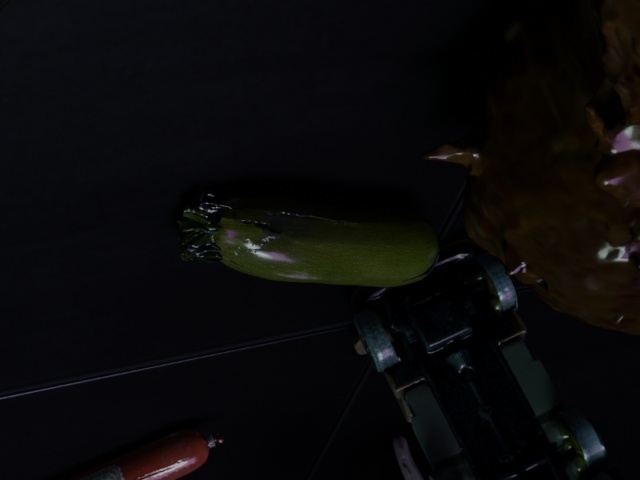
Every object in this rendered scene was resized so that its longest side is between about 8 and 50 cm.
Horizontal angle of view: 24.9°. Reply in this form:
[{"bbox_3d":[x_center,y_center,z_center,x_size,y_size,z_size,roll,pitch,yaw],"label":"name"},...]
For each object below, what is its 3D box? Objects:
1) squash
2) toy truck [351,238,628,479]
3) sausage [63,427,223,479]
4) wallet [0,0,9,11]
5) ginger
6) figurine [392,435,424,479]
[{"bbox_3d":[0.000,0.000,0.825,0.183,0.052,0.052,7,136,-40],"label":"squash"},{"bbox_3d":[0.114,0.139,0.926,0.108,0.256,0.140,-25,156,-4],"label":"toy truck"},{"bbox_3d":[-0.183,0.181,0.973,0.253,0.034,0.034,-24,150,-8],"label":"sausage"},{"bbox_3d":[-0.207,-0.070,0.422,0.197,0.051,0.377,-42,173,26],"label":"wallet"},{"bbox_3d":[0.165,-0.093,0.685,0.254,0.176,0.418,-15,145,5],"label":"ginger"},{"bbox_3d":[0.072,0.343,1.095,0.315,0.284,0.206,-53,167,22],"label":"figurine"}]
